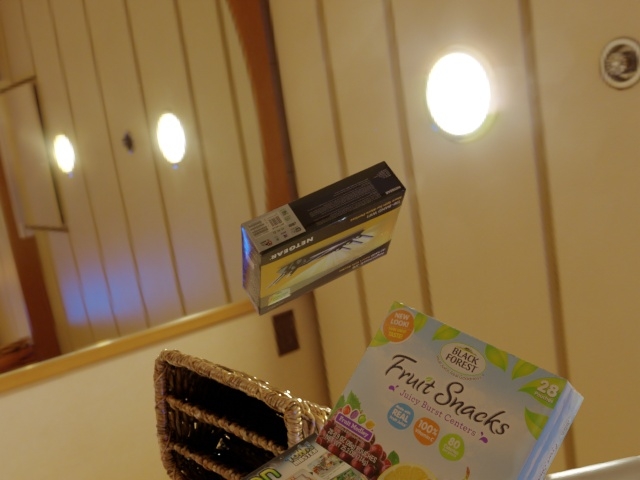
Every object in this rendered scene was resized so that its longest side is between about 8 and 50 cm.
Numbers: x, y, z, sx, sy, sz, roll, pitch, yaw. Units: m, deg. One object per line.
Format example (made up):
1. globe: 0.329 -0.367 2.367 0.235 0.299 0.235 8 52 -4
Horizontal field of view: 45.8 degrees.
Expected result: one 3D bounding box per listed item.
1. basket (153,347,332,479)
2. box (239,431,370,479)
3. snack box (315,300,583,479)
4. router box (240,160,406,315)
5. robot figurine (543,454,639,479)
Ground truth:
1. basket: -0.112 0.306 1.084 0.299 0.223 0.213 14 -103 39
2. box: -0.044 0.293 0.808 0.114 0.207 0.036 28 -51 40
3. snack box: 0.123 0.179 0.754 0.207 0.070 0.174 25 -100 39
4. router box: 0.000 0.000 1.456 0.081 0.309 0.243 56 -20 24
5. robot figurine: 0.371 0.390 0.966 0.300 0.354 0.199 59 18 -57
